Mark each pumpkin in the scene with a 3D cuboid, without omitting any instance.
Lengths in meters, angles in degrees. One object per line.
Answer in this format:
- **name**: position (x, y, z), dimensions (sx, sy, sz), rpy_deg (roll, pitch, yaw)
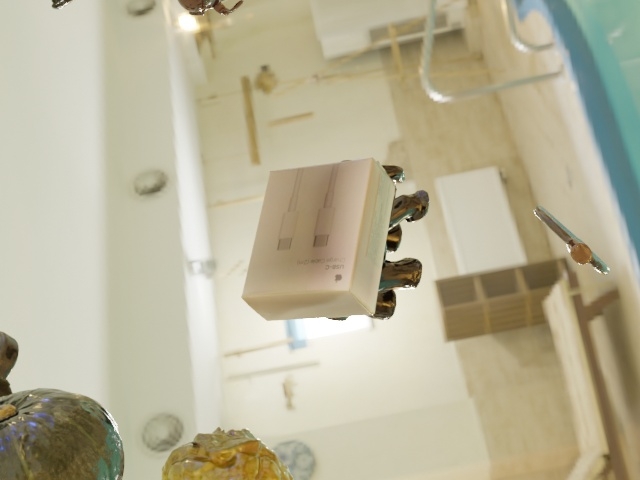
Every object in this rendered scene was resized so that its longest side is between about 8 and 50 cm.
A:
- **pumpkin**: position (-0.306, 0.239, 1.061), dimensions (0.211, 0.211, 0.152), rpy_deg (-89, -15, -83)

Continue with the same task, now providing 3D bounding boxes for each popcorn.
- **popcorn**: position (-0.167, 0.418, 1.818), dimensions (0.266, 0.233, 0.192), rpy_deg (-89, -16, -62)

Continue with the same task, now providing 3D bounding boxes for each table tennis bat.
- **table tennis bat**: position (0.306, -0.034, 1.113), dimensions (0.107, 0.119, 0.170), rpy_deg (41, -169, 1)

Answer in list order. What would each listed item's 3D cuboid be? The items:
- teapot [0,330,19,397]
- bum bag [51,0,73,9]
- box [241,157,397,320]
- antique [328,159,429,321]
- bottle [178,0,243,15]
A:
- **teapot**: position (-0.558, 0.291, 1.624), dimensions (0.223, 0.285, 0.305), rpy_deg (63, -146, -17)
- **bum bag**: position (-0.350, -0.436, 1.592), dimensions (0.142, 0.326, 0.079), rpy_deg (56, 137, 5)
- **box**: position (0.000, 0.000, 1.707), dimensions (0.106, 0.203, 0.252), rpy_deg (46, -132, -50)
- **antique**: position (0.064, 0.001, 2.040), dimensions (0.185, 0.255, 0.323), rpy_deg (8, 89, 65)
- **bottle**: position (-0.100, -0.235, 0.954), dimensions (0.047, 0.063, 0.101), rpy_deg (-65, -3, 29)
